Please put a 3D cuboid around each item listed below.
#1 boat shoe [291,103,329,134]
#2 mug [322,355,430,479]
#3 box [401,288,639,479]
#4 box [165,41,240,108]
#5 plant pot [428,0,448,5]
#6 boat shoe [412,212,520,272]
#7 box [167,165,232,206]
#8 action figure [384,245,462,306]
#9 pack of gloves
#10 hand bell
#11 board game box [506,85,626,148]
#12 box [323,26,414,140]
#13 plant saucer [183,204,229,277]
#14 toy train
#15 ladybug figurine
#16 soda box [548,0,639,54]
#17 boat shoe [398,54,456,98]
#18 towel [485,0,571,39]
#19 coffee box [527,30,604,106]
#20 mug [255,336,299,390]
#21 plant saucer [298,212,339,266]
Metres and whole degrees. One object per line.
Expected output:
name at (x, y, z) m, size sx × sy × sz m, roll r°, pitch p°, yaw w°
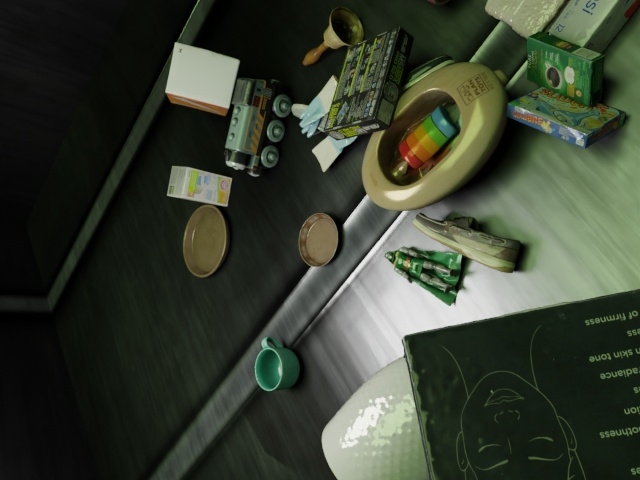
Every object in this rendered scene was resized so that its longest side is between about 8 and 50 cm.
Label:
boat shoe at (-0.019, -0.373, 1.873) m, size 0.228 × 0.079 × 0.081 m, roll 27°, pitch 99°, yaw 40°
mug at (0.226, 0.459, 1.370) m, size 0.328 × 0.276 × 0.374 m, roll -52°, pitch 42°, yaw 17°
box at (0.437, 0.368, 1.054) m, size 0.480 × 0.297 × 0.471 m, roll -13°, pitch 71°, yaw 13°
box at (-0.413, -0.555, 2.086) m, size 0.345 × 0.215 × 0.168 m, roll -146°, pitch 69°, yaw -77°
plant pot at (0.285, -0.729, 1.563) m, size 0.180 × 0.201 × 0.201 m, roll 50°, pitch 119°, yaw 19°
boat shoe at (0.355, -0.014, 1.448) m, size 0.285 × 0.103 × 0.092 m, roll 30°, pitch 100°, yaw 39°
box at (-0.439, -0.197, 2.170) m, size 0.103 × 0.203 × 0.114 m, roll 10°, pitch 90°, yaw 44°
action figure at (0.257, 0.071, 1.558) m, size 0.232 × 0.064 × 0.137 m, roll 22°, pitch 103°, yaw 47°
pack of gloves at (0.011, -0.340, 1.764) m, size 0.232 × 0.046 × 0.195 m, roll -40°, pitch 71°, yaw 50°
hand bell at (0.014, -0.619, 1.879) m, size 0.242 × 0.126 × 0.126 m, roll -20°, pitch 70°, yaw 54°
board game box at (0.530, -0.274, 1.291) m, size 0.201 × 0.136 × 0.035 m, roll 38°, pitch 146°, yaw 40°
box at (0.126, -0.413, 1.585) m, size 0.216 × 0.060 × 0.270 m, roll -2°, pitch 68°, yaw 54°
plant saucer at (-0.428, 0.003, 2.246) m, size 0.278 × 0.041 × 0.277 m, roll -7°, pitch 80°, yaw 44°
toy train at (-0.221, -0.387, 1.995) m, size 0.142 × 0.190 × 0.333 m, roll 20°, pitch 98°, yaw 44°
ladybug figurine at (0.298, -0.248, 1.489) m, size 0.449 × 0.162 × 0.305 m, roll -40°, pitch 58°, yaw 34°
soda box at (0.627, -0.535, 1.259) m, size 0.098 × 0.091 × 0.286 m, roll 50°, pitch 118°, yaw 36°
boat shoe at (0.215, -0.428, 1.622) m, size 0.340 × 0.127 × 0.113 m, roll -30°, pitch 76°, yaw 48°
towel at (0.535, -0.623, 1.392) m, size 0.282 × 0.049 × 0.187 m, roll -54°, pitch 51°, yaw 25°
coffee box at (0.531, -0.378, 1.297) m, size 0.040 × 0.113 × 0.184 m, roll -31°, pitch 43°, yaw -12°
mug at (-0.126, 0.387, 1.855) m, size 0.130 × 0.097 × 0.157 m, roll 5°, pitch 87°, yaw 45°
plant saucer at (0.000, 0.000, 1.837) m, size 0.168 × 0.029 × 0.168 m, roll -8°, pitch 78°, yaw 43°
